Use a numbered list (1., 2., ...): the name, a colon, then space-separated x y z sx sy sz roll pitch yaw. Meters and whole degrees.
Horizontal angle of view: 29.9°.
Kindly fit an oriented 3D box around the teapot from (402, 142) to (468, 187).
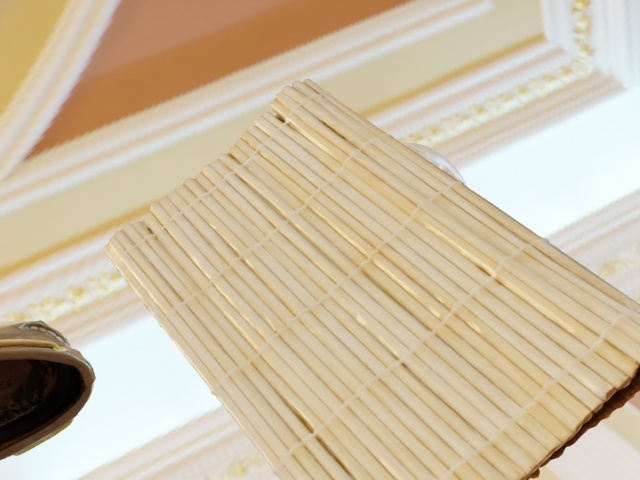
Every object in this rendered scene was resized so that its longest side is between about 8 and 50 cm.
1. teapot: 0.125 0.000 1.703 0.252 0.256 0.187 -41 -60 14

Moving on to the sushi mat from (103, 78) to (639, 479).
1. sushi mat: 0.007 0.020 0.549 0.151 0.316 0.019 -43 -52 -4

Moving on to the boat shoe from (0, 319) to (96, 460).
1. boat shoe: -0.304 0.126 0.821 0.305 0.091 0.109 -16 -78 -32

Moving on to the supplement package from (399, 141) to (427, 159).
1. supplement package: 0.000 0.000 1.403 0.145 0.262 0.204 25 -59 3
